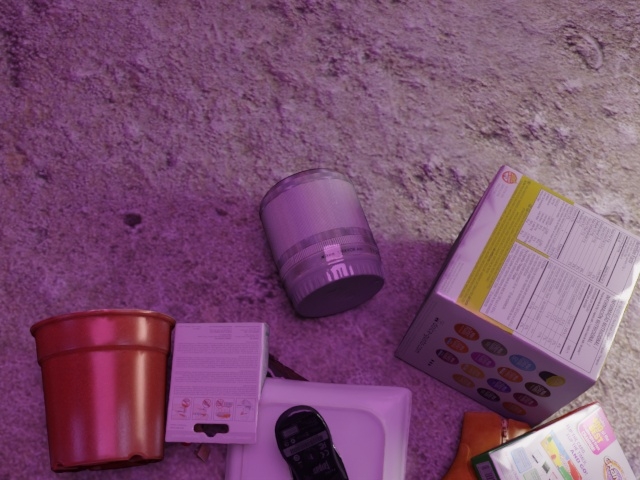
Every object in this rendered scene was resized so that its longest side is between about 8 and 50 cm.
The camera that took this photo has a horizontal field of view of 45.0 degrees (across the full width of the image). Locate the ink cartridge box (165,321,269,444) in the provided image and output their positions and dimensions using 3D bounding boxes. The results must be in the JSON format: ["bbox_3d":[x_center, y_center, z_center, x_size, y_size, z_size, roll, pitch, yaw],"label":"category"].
[{"bbox_3d":[-0.192,0.267,1.458,0.181,0.056,0.224,-1,75,12],"label":"ink cartridge box"}]

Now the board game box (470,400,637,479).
[{"bbox_3d":[0.472,0.477,1.497,0.317,0.064,0.242,-13,72,-31],"label":"board game box"}]

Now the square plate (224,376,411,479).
[{"bbox_3d":[-0.011,0.437,1.444,0.348,0.049,0.343,4,83,3],"label":"square plate"}]

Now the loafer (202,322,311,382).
[{"bbox_3d":[-0.118,0.297,1.558,0.366,0.130,0.133,35,90,5],"label":"loafer"}]

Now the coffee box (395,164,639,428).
[{"bbox_3d":[0.403,0.126,1.583,0.334,0.337,0.338,29,62,7],"label":"coffee box"}]

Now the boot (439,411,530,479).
[{"bbox_3d":[0.290,0.446,1.545,0.295,0.104,0.211,6,56,-9],"label":"boot"}]

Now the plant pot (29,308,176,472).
[{"bbox_3d":[-0.403,0.290,1.454,0.273,0.272,0.265,-4,71,-9],"label":"plant pot"}]

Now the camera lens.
[{"bbox_3d":[0.000,0.000,1.666,0.220,0.219,0.274,-13,65,-14],"label":"camera lens"}]

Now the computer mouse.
[{"bbox_3d":[-0.036,0.434,1.394,0.184,0.060,0.262,-29,95,-5],"label":"computer mouse"}]

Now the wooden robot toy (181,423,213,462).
[{"bbox_3d":[-0.276,0.358,1.523,0.079,0.173,0.076,-10,14,28],"label":"wooden robot toy"}]
